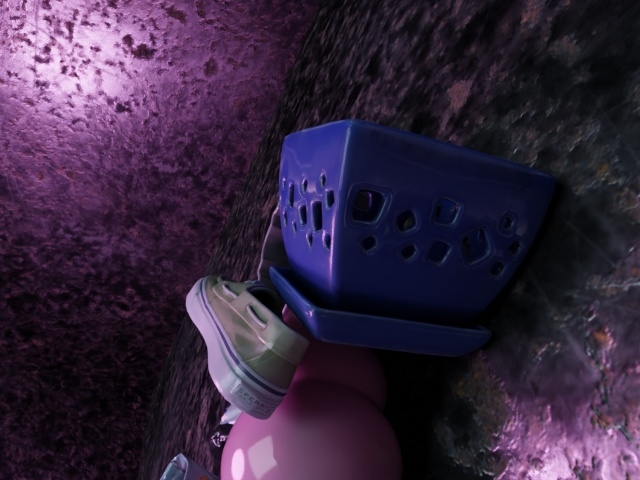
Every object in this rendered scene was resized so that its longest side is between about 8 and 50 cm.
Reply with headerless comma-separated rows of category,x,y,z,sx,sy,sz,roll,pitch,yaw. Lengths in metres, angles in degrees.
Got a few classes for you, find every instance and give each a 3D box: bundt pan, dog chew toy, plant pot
bundt pan,0.000,0.000,0.875,0.330,0.124,0.330,-53,27,42
dog chew toy,-0.004,0.207,0.615,0.206,0.207,0.331,-55,18,37
plant pot,0.073,0.000,0.548,0.236,0.236,0.211,-155,77,-70

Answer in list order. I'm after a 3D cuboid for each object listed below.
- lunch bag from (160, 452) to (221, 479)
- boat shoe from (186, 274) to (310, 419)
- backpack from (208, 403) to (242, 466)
lunch bag,-0.170,0.473,0.712,0.160,0.223,0.262,-46,14,13
boat shoe,-0.085,0.098,0.579,0.094,0.109,0.302,-48,26,-4
backpack,-0.070,0.272,0.750,0.182,0.152,0.115,-49,-39,-46
